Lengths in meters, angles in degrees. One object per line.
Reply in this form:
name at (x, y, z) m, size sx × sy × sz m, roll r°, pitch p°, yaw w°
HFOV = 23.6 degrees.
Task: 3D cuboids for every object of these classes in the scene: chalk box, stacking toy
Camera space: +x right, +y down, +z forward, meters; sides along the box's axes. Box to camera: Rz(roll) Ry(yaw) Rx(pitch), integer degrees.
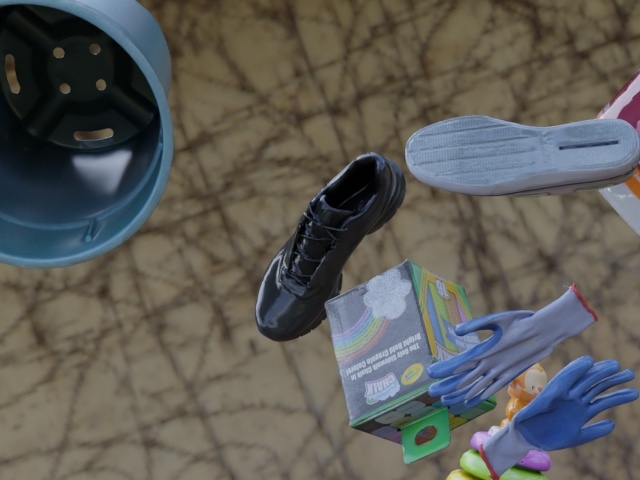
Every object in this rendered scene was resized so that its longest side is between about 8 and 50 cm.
chalk box at (0.110, 0.155, 1.786) m, size 0.132 × 0.213 × 0.132 m, roll -28°, pitch -32°, yaw 27°
stacking toy at (0.231, 0.299, 1.942) m, size 0.175 × 0.302 × 0.166 m, roll 18°, pitch 1°, yaw -35°

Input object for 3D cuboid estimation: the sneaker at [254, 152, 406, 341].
sneaker at (0.000, 0.000, 1.979) m, size 0.286 × 0.109 × 0.130 m, roll -58°, pitch -14°, yaw -4°

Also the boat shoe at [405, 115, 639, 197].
boat shoe at (0.198, -0.070, 1.490) m, size 0.226 × 0.083 × 0.076 m, roll 2°, pitch -25°, yaw 13°

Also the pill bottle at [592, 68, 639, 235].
pill bottle at (0.468, -0.166, 1.549) m, size 0.392 × 0.224 × 0.224 m, roll -48°, pitch -16°, yaw 24°

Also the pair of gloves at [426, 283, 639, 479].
pair of gloves at (0.184, 0.124, 1.321) m, size 0.159 × 0.198 × 0.023 m, roll -32°, pitch 36°, yaw 3°

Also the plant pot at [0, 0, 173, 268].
plant pot at (-0.337, -0.181, 1.964) m, size 0.341 × 0.341 × 0.334 m, roll -20°, pitch 18°, yaw 9°
